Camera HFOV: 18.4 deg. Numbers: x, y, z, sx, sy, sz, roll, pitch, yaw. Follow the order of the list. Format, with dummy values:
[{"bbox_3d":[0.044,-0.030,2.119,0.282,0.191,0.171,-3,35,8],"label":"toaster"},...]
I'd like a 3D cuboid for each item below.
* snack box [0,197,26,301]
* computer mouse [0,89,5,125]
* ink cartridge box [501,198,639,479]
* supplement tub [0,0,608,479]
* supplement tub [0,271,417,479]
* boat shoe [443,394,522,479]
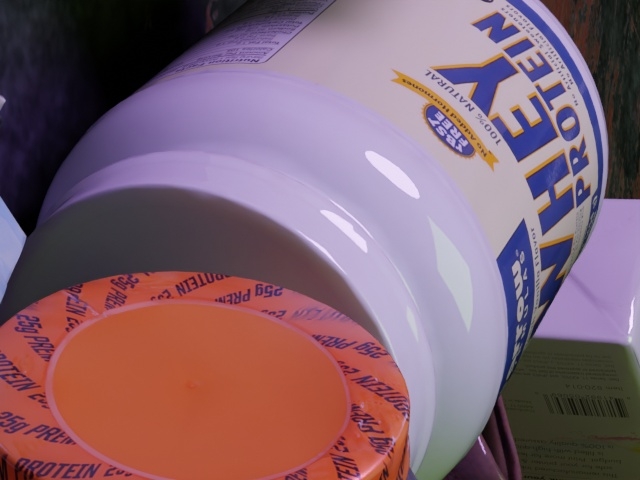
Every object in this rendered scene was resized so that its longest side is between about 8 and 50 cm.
[{"bbox_3d":[-0.208,-0.028,0.513,0.174,0.207,0.070,64,34,-47],"label":"snack box"},{"bbox_3d":[-0.149,-0.169,0.795,0.188,0.072,0.272,43,48,-81],"label":"computer mouse"},{"bbox_3d":[0.172,0.111,1.467,0.353,0.207,0.119,63,36,-51],"label":"ink cartridge box"},{"bbox_3d":[0.000,0.000,0.995,0.325,0.235,0.235,-50,137,-58],"label":"supplement tub"},{"bbox_3d":[-0.062,0.196,0.802,0.207,0.207,0.338,-53,153,-56],"label":"supplement tub"},{"bbox_3d":[0.069,0.014,1.240,0.123,0.123,0.342,30,49,-47],"label":"boat shoe"}]
